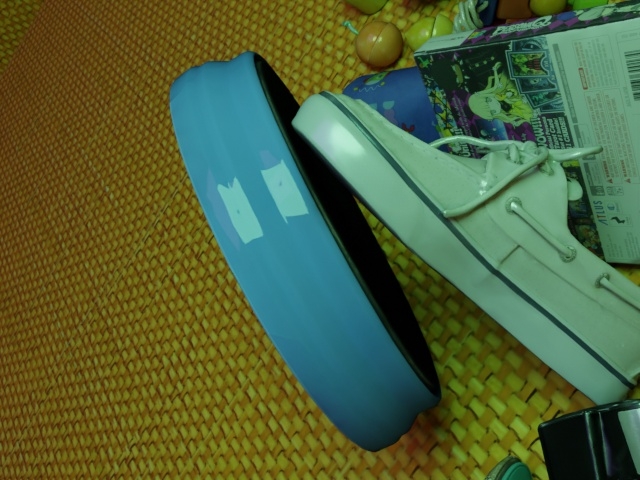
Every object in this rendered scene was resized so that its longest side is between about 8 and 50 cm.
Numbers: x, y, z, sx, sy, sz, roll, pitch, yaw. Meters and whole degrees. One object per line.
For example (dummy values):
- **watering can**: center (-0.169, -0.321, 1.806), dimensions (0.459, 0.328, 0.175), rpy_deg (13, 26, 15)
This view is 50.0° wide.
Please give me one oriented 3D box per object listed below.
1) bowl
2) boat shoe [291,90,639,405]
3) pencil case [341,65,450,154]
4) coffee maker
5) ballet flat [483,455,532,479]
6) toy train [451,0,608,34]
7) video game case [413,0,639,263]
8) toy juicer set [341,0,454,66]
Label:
- **bowl**: center (0.000, 0.000, 0.651), dimensions (0.077, 0.391, 0.391), rpy_deg (-28, 52, 8)
- **boat shoe**: center (0.155, -0.024, 0.552), dimensions (0.156, 0.367, 0.136), rpy_deg (-50, 9, 4)
- **pencil case**: center (0.164, -0.135, 0.738), dimensions (0.306, 0.133, 0.119), rpy_deg (3, 37, 44)
- **coffee maker**: center (0.225, 0.220, 0.514), dimensions (0.171, 0.120, 0.178), rpy_deg (-24, 56, 35)
- **ballet flat**: center (0.140, 0.292, 0.601), dimensions (0.067, 0.073, 0.206), rpy_deg (-15, 57, 55)
- **toy train**: center (0.223, -0.246, 0.691), dimensions (0.143, 0.105, 0.248), rpy_deg (16, 58, 13)
- **video game case**: center (0.211, -0.081, 0.601), dimensions (0.210, 0.232, 0.042), rpy_deg (3, 40, 44)
- **toy juicer set**: center (0.154, -0.343, 0.864), dimensions (0.329, 0.089, 0.209), rpy_deg (-22, 57, 35)
